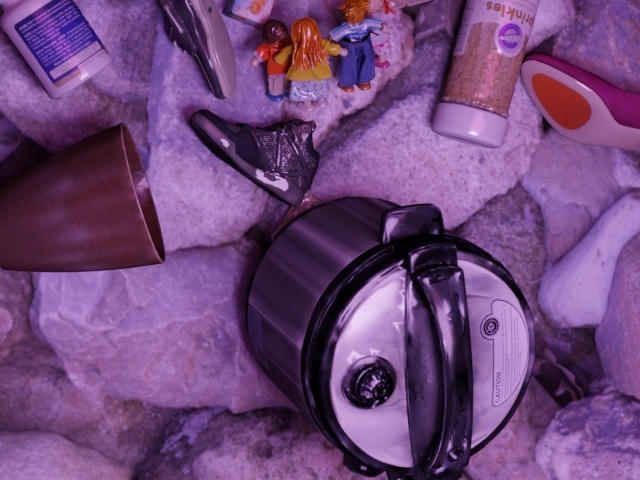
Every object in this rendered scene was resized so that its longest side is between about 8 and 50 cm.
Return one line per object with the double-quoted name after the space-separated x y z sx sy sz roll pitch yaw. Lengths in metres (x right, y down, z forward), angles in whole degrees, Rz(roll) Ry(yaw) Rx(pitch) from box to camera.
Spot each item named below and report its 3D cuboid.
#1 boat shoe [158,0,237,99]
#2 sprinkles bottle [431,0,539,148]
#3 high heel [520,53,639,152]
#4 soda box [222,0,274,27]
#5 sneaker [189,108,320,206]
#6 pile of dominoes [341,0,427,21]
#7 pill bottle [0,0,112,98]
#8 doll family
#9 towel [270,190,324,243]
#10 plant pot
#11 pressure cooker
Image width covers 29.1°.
-0.193 -0.324 1.905 0.079 0.084 0.233 -14 111 22 "boat shoe"
0.283 -0.334 2.026 0.121 0.121 0.355 14 91 -19 "sprinkles bottle"
0.514 -0.240 2.145 0.377 0.127 0.181 37 55 -14 "high heel"
-0.091 -0.427 1.925 0.063 0.058 0.183 19 89 -19 "soda box"
-0.094 -0.162 1.940 0.227 0.087 0.130 33 83 -22 "sneaker"
0.102 -0.472 2.008 0.251 0.040 0.196 -19 101 -24 "pile of dominoes"
-0.401 -0.312 1.805 0.112 0.112 0.186 -36 106 -12 "pill bottle"
0.026 -0.298 1.912 0.263 0.118 0.163 -21 134 -17 "doll family"
0.000 0.000 2.017 0.148 0.027 0.110 37 85 -18 "towel"
-0.369 -0.038 1.813 0.230 0.215 0.215 -16 101 -1 "plant pot"
0.110 0.149 1.846 0.370 0.420 0.375 42 86 -25 "pressure cooker"
